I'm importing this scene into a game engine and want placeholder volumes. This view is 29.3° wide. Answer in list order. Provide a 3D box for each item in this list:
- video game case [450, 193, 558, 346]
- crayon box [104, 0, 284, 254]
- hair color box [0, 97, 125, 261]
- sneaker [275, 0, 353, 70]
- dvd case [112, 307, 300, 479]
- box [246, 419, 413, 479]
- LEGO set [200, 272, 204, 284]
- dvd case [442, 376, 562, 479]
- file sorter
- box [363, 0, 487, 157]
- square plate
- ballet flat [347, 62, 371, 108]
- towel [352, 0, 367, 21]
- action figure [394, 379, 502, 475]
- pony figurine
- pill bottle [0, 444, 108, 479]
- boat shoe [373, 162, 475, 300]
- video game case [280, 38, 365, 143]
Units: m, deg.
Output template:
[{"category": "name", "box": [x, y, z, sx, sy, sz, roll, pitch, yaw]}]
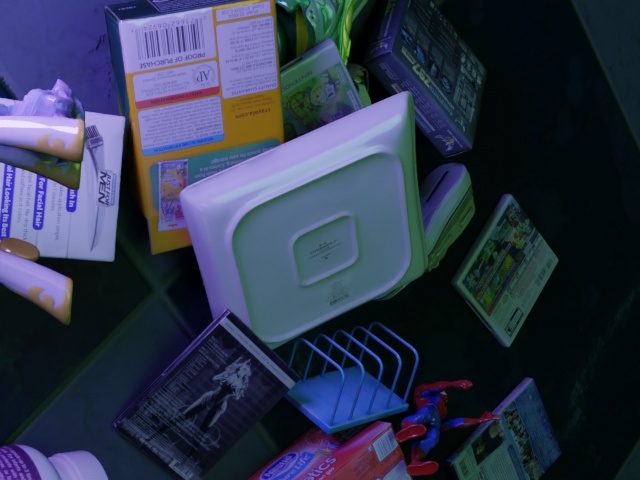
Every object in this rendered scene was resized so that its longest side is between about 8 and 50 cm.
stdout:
[{"category": "video game case", "box": [0.324, 0.053, 2.144, 0.183, 0.023, 0.201, 49, 64, -31]}, {"category": "crayon box", "box": [-0.156, -0.160, 1.604, 0.203, 0.083, 0.323, -14, 119, -19]}, {"category": "hair color box", "box": [-0.407, -0.077, 1.454, 0.338, 0.110, 0.185, 6, 88, -38]}, {"category": "sneaker", "box": [-0.015, -0.355, 1.723, 0.123, 0.109, 0.296, 2, 92, -43]}, {"category": "dvd case", "box": [-0.154, 0.220, 1.694, 0.221, 0.018, 0.164, -45, 122, -3]}, {"category": "box", "box": [-0.014, 0.400, 1.793, 0.300, 0.142, 0.154, -36, 114, -34]}, {"category": "LEGO set", "box": [-0.136, 0.044, 1.754, 0.083, 0.023, 0.054, -4, 93, -27]}, {"category": "dvd case", "box": [0.326, 0.386, 2.164, 0.253, 0.022, 0.180, -39, 117, -33]}, {"category": "file sorter", "box": [0.046, 0.197, 1.823, 0.170, 0.118, 0.104, -8, 123, -43]}, {"category": "box", "box": [0.170, -0.273, 1.933, 0.232, 0.059, 0.183, 44, 44, -33]}, {"category": "square plate", "box": [0.000, 0.000, 1.691, 0.347, 0.049, 0.344, -25, 135, -15]}, {"category": "ballet flat", "box": [0.044, -0.158, 1.854, 0.077, 0.079, 0.222, -1, 93, -39]}, {"category": "towel", "box": [-0.031, -0.463, 1.803, 0.325, 0.038, 0.248, 48, 62, -30]}, {"category": "action figure", "box": [0.203, 0.274, 1.910, 0.280, 0.139, 0.091, -47, 120, -77]}, {"category": "pony figurine", "box": [-0.419, -0.081, 1.207, 0.363, 0.303, 0.351, 5, 115, -11]}, {"category": "pill bottle", "box": [-0.404, 0.332, 1.439, 0.301, 0.169, 0.169, -4, 95, -40]}, {"category": "boat shoe", "box": [0.166, 0.000, 1.951, 0.302, 0.109, 0.094, -49, 123, -30]}, {"category": "video game case", "box": [-0.024, -0.149, 1.735, 0.193, 0.023, 0.212, -32, 125, -6]}]
